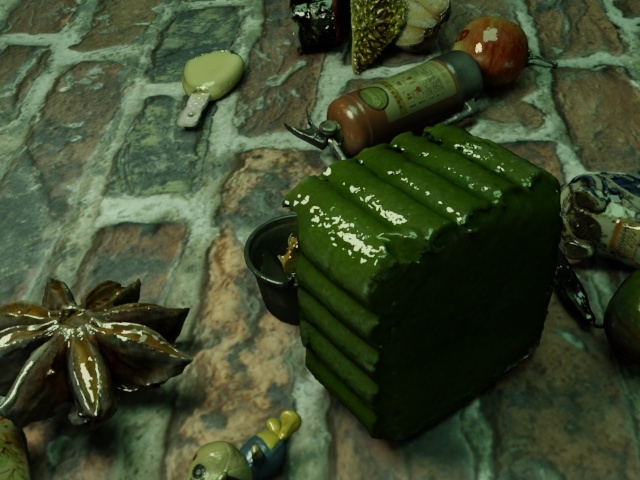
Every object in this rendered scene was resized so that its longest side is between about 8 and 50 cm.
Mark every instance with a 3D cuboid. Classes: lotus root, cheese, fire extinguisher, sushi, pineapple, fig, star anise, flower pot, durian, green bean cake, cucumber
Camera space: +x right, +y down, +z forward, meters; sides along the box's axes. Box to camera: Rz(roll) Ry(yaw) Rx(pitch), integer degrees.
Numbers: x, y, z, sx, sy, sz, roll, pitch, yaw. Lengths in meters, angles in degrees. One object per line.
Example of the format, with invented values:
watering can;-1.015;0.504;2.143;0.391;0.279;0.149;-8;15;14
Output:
lotus root;0.170;-0.506;1.861;0.167;0.078;0.329;-44;44;3
cheese;-0.241;-0.308;1.705;0.127;0.050;0.255;5;42;11
fire extinguisher;0.140;-0.224;1.521;0.376;0.113;0.200;-25;45;-21
sushi;-0.007;-0.512;1.844;0.126;0.136;0.225;-1;42;11
pineapple;0.000;0.000;1.142;0.114;0.114;0.077;-34;69;-25
fig;0.497;0.132;1.098;0.245;0.149;0.149;31;50;10
star anise;-0.330;0.149;1.127;0.332;0.117;0.331;4;24;-2
flower pot;-0.031;0.049;1.234;0.158;0.106;0.157;-1;40;1
durian;0.095;-0.476;1.777;0.145;0.139;0.252;16;49;-33
green bean cake;0.123;0.050;1.061;0.335;0.319;0.218;-23;41;-25
cucumber;0.368;0.077;1.214;0.039;0.043;0.163;25;33;-32

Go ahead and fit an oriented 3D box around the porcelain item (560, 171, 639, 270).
porcelain item;0.492;-0.017;1.251;0.288;0.137;0.186;26;33;37

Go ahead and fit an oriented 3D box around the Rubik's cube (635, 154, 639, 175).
Rubik's cube;0.678;-0.187;1.279;0.259;0.254;0.260;-19;37;-41

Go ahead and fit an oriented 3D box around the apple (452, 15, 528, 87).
apple;0.337;-0.373;1.643;0.146;0.146;0.130;16;88;23

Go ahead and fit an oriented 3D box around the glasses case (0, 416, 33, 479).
glasses case;-0.387;0.356;0.922;0.157;0.098;0.425;-11;40;-19

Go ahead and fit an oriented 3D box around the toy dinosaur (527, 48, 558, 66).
toy dinosaur;0.402;-0.385;1.736;0.180;0.037;0.058;-1;37;4

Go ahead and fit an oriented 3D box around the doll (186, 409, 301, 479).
doll;-0.102;0.269;1.007;0.089;0.102;0.179;48;53;-2
